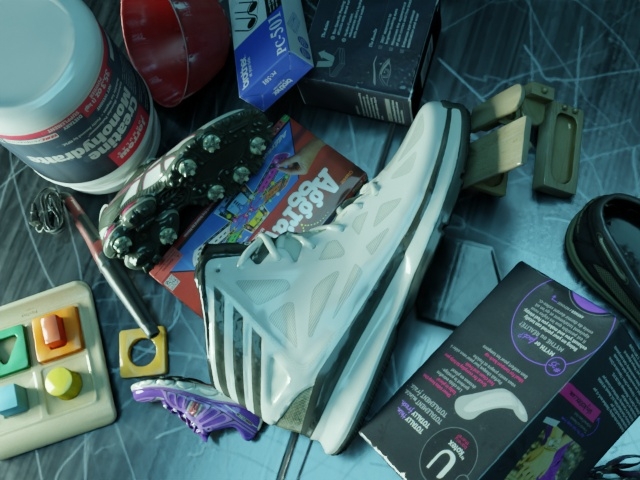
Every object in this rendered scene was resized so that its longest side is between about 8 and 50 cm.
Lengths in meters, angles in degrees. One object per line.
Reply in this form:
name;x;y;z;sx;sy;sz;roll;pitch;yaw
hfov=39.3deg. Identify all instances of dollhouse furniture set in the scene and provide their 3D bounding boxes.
dollhouse furniture set;0.271;-0.123;1.068;0.151;0.123;0.144;15;74;-20

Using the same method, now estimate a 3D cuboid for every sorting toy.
sorting toy;-0.369;0.164;1.162;0.347;0.047;0.196;-19;72;3

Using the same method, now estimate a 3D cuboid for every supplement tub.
supplement tub;-0.325;-0.180;1.137;0.191;0.272;0.191;-3;74;9

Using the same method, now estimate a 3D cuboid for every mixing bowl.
mixing bowl;-0.186;-0.280;1.216;0.098;0.181;0.181;-22;68;-32

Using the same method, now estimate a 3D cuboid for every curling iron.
curling iron;-0.298;0.030;1.194;0.068;0.035;0.274;-41;70;-11

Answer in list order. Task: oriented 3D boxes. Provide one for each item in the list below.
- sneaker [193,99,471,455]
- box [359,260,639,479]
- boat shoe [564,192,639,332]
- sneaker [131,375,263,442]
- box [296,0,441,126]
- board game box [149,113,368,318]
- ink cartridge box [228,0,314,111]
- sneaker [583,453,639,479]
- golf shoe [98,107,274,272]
sneaker;0.000;0.000;1.065;0.257;0.169;0.448;23;81;3
box;0.207;0.186;0.978;0.270;0.143;0.165;-45;37;-5
boat shoe;0.425;0.080;1.011;0.355;0.130;0.132;40;84;18
sneaker;-0.154;0.208;1.103;0.169;0.068;0.071;12;84;8
box;0.066;-0.252;1.188;0.158;0.093;0.156;14;77;12
board game box;-0.081;-0.020;1.180;0.145;0.027;0.281;37;83;16
ink cartridge box;-0.069;-0.277;1.187;0.097;0.046;0.207;-36;45;30
sneaker;0.326;0.283;0.979;0.299;0.121;0.112;-29;50;-5
golf shoe;-0.186;-0.088;1.168;0.273;0.105;0.120;-41;43;0
